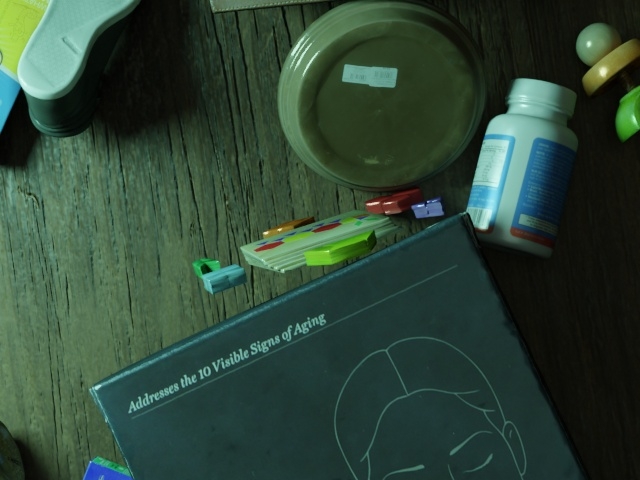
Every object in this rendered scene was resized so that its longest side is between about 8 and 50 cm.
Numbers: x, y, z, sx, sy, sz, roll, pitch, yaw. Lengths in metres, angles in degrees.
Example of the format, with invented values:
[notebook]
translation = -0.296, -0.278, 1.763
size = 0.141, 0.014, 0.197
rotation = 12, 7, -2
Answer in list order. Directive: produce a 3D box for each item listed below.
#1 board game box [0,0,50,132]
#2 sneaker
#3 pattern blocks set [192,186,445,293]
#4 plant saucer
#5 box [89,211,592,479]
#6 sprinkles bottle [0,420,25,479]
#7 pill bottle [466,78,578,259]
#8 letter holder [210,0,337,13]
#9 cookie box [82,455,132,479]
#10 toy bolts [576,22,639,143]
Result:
[board game box]
translation = -0.494, -0.291, 1.445
size = 0.242, 0.064, 0.316
rotation = 24, 89, -23
[sneaker]
translation = -0.321, -0.265, 1.473
size = 0.104, 0.147, 0.296
rotation = 22, 57, 0
[pattern blocks set]
translation = 0.000, 0.000, 1.365
size = 0.325, 0.285, 0.026
rotation = -16, 100, -5
[plant saucer]
translation = 0.083, -0.181, 1.418
size = 0.278, 0.041, 0.278
rotation = -2, 120, -3
[box]
translation = 0.051, 0.279, 1.343
size = 0.480, 0.297, 0.472
rotation = -25, 89, 0
[sprinkles bottle]
translation = -0.577, 0.349, 1.437
size = 0.355, 0.121, 0.121
rotation = -21, 88, 0
[pill bottle]
translation = 0.270, -0.095, 1.440
size = 0.124, 0.124, 0.221
rotation = 15, 88, 1
[letter holder]
translation = 0.005, -0.422, 1.369
size = 0.302, 0.152, 0.214
rotation = -2, 117, 15
[cookie box]
translation = -0.274, 0.355, 1.472
size = 0.107, 0.040, 0.092
rotation = 21, 89, 1
[toy bolts]
translation = 0.464, -0.268, 1.418
size = 0.228, 0.218, 0.158
rotation = -30, 81, -18
